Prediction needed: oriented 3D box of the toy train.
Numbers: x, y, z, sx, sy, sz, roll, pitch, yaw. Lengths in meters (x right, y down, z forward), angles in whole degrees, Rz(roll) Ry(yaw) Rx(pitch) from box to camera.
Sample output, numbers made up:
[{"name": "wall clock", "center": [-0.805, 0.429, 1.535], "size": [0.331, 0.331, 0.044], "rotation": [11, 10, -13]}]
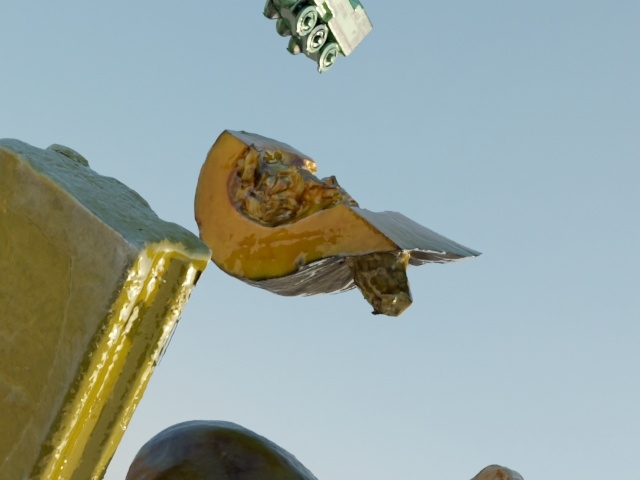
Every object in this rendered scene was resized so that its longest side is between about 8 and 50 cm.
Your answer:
[{"name": "toy train", "center": [-0.002, -0.140, 0.832], "size": [0.033, 0.053, 0.083], "rotation": [37, -8, 28]}]

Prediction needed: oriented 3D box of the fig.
[{"name": "fig", "center": [-0.036, 0.259, 1.167], "size": [0.290, 0.191, 0.191], "rotation": [14, -30, 35]}]

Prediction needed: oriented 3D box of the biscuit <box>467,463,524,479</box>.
[{"name": "biscuit", "center": [0.063, 0.249, 0.987], "size": [0.040, 0.144, 0.236], "rotation": [38, -42, -22]}]

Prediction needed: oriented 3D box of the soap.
[{"name": "soap", "center": [-0.237, 0.094, 1.069], "size": [0.199, 0.315, 0.091], "rotation": [35, 16, 26]}]

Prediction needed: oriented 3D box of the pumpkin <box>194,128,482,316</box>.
[{"name": "pumpkin", "center": [0.002, 0.005, 1.214], "size": [0.248, 0.126, 0.131], "rotation": [31, 9, 34]}]
